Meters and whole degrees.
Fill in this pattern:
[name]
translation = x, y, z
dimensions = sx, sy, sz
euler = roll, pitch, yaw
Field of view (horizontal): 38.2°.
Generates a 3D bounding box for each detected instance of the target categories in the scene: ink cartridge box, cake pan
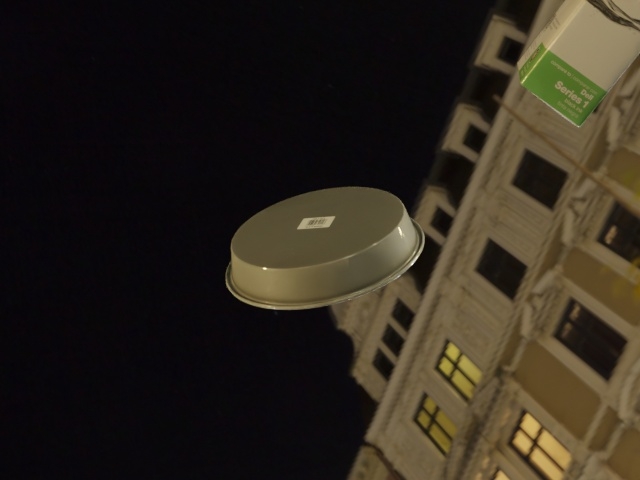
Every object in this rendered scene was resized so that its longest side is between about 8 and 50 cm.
[ink cartridge box]
translation = 0.332, -0.259, 1.078
dimensions = 0.092, 0.160, 0.219
euler = 36, -68, -3
[cake pan]
translation = 0.000, 0.000, 1.322
dimensions = 0.293, 0.293, 0.054
euler = -22, -64, -16
